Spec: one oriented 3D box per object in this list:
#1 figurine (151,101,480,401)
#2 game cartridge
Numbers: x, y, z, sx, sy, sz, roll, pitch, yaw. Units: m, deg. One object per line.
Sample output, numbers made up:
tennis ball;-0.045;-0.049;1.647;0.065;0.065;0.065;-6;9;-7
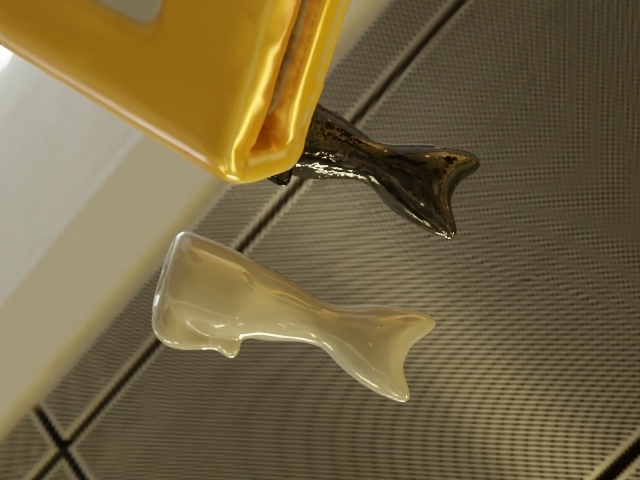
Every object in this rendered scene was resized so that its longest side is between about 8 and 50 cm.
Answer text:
figurine;0.000;0.000;0.832;0.209;0.092;0.215;18;-99;-10
game cartridge;-0.103;-0.213;0.375;0.323;0.052;0.285;29;-64;24
